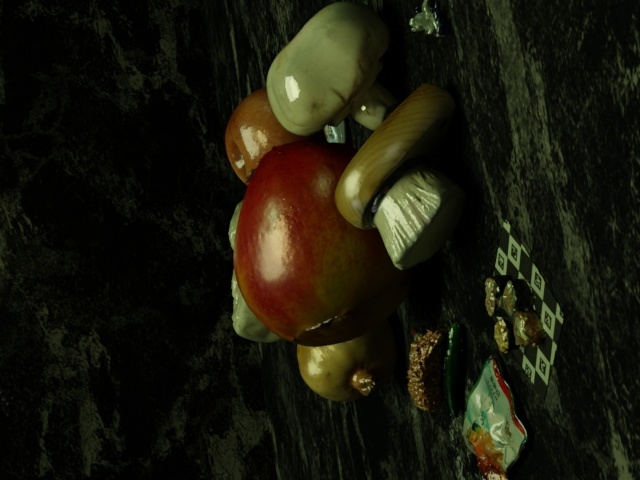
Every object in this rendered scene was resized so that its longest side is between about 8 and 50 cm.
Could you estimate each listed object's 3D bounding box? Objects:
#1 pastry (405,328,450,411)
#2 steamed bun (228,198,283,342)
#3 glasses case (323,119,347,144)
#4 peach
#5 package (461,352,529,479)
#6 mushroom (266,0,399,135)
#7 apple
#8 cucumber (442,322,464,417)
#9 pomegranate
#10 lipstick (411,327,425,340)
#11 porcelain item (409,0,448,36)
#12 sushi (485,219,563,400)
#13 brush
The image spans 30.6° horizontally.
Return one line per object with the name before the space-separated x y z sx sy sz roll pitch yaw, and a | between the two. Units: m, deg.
pastry | 0.183 0.219 2.005 0.063 0.087 0.169 20 126 31
steamed bun | -0.042 0.049 2.470 0.367 0.255 0.343 -44 -51 -68
glasses case | 0.022 -0.275 2.457 0.067 0.045 0.179 120 138 -70
peach | 0.000 0.000 2.094 0.370 0.370 0.370 171 90 -76
package | 0.268 0.303 1.849 0.232 0.040 0.166 100 157 -51
mushroom | 0.041 -0.288 2.089 0.234 0.254 0.260 41 143 -7
apple | -0.105 -0.222 2.680 0.272 0.206 0.252 154 103 -74
cucumber | 0.224 0.220 1.977 0.033 0.036 0.184 -123 29 -57
pomegranate | 0.055 0.221 2.327 0.207 0.207 0.207 171 90 -76
lipstick | 0.189 0.187 2.106 0.129 0.030 0.030 -129 33 -64
porcelain item | 0.170 -0.364 1.849 0.136 0.021 0.075 -137 40 -69
sushi | 0.275 0.103 1.685 0.210 0.040 0.193 -114 20 -47
brush | 0.154 -0.103 1.841 0.166 0.174 0.267 40 112 22
